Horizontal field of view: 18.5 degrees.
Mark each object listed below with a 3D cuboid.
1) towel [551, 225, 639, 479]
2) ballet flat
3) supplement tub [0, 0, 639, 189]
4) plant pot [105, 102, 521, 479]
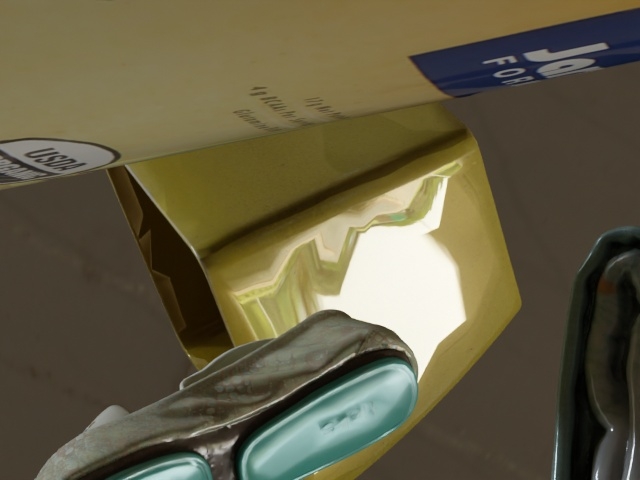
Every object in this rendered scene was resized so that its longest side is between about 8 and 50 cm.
[{"bbox_3d":[0.244,0.185,1.408,0.090,0.320,0.374,8,-91,24],"label":"towel"},{"bbox_3d":[-0.043,0.070,0.647,0.168,0.057,0.052,-22,-142,-29],"label":"ballet flat"},{"bbox_3d":[-0.011,-0.136,0.399,0.316,0.228,0.228,-10,-112,16],"label":"supplement tub"},{"bbox_3d":[0.000,0.000,1.217,0.187,0.212,0.212,-28,-143,-12],"label":"plant pot"}]
